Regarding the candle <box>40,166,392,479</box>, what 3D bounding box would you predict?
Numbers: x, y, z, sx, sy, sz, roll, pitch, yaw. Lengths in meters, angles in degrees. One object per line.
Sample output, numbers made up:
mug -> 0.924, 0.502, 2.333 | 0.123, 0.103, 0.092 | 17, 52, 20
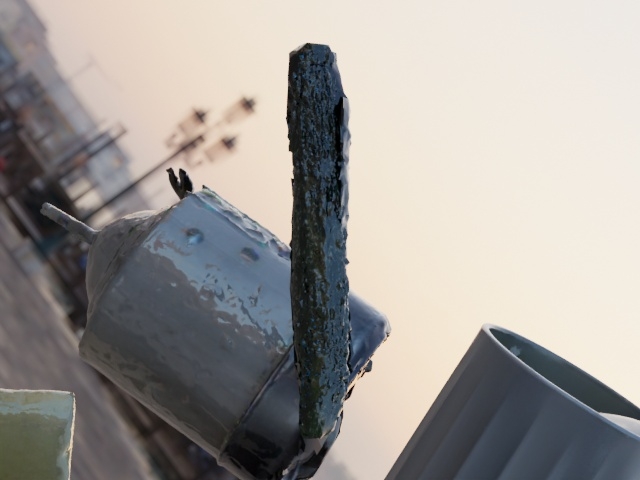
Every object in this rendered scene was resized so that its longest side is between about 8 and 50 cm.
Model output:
candle -> -0.107, 0.055, 1.404 | 0.330, 0.187, 0.187 | 36, -8, 7

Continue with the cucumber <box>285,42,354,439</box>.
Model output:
cucumber -> 0.000, 0.000, 1.109 | 0.043, 0.044, 0.257 | 147, -58, -82

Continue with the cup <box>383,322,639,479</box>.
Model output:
cup -> 0.187, 0.279, 1.707 | 0.236, 0.327, 0.323 | 33, 9, 20

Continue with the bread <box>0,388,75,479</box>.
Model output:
bread -> -0.278, 0.172, 1.302 | 0.060, 0.178, 0.140 | -112, -151, -70
